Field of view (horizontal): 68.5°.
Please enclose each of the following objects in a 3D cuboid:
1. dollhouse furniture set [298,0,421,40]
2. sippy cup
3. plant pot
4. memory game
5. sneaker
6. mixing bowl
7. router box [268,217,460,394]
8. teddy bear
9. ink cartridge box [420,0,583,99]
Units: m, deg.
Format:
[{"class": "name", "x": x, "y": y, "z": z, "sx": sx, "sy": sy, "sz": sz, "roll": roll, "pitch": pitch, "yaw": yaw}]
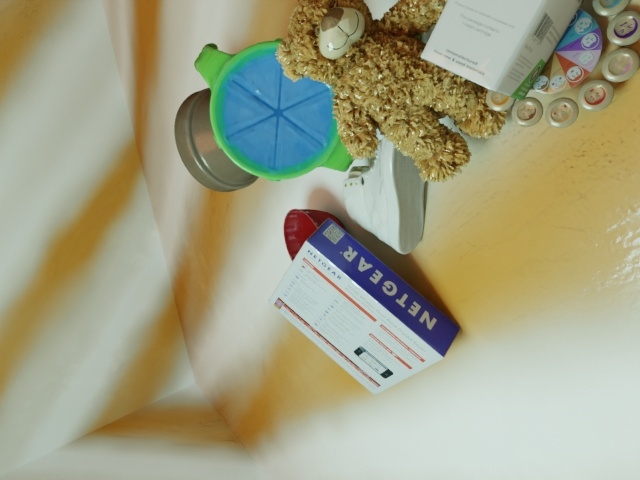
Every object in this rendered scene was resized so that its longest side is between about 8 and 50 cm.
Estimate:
[{"class": "dollhouse furniture set", "x": 0.014, "y": -0.366, "z": 0.825, "sx": 0.302, "sy": 0.152, "sz": 0.197, "roll": 24, "pitch": 127, "yaw": 51}, {"class": "sippy cup", "x": -0.079, "y": -0.249, "z": 0.903, "sx": 0.224, "sy": 0.240, "sz": 0.305, "roll": -100, "pitch": -9, "yaw": -72}, {"class": "plant pot", "x": -0.180, "y": -0.264, "z": 1.143, "sx": 0.230, "sy": 0.263, "sz": 0.262, "roll": -7, "pitch": 102, "yaw": 40}, {"class": "memory game", "x": 0.276, "y": -0.226, "z": 0.560, "sx": 0.186, "sy": 0.012, "sz": 0.186, "roll": 8, "pitch": 105, "yaw": 31}, {"class": "sneaker", "x": 0.106, "y": -0.130, "z": 0.865, "sx": 0.169, "sy": 0.108, "sz": 0.292, "roll": 31, "pitch": 134, "yaw": 42}, {"class": "mixing bowl", "x": 0.000, "y": 0.000, "z": 1.116, "sx": 0.181, "sy": 0.098, "sz": 0.181, "roll": 33, "pitch": 133, "yaw": 44}, {"class": "router box", "x": 0.071, "y": 0.157, "z": 0.999, "sx": 0.335, "sy": 0.082, "sz": 0.301, "roll": 41, "pitch": 144, "yaw": 4}, {"class": "teddy bear", "x": 0.104, "y": -0.221, "z": 0.652, "sx": 0.245, "sy": 0.113, "sz": 0.338, "roll": -31, "pitch": 110, "yaw": 25}, {"class": "ink cartridge box", "x": 0.217, "y": -0.268, "z": 0.484, "sx": 0.093, "sy": 0.160, "sz": 0.219, "roll": 35, "pitch": 117, "yaw": 22}]
